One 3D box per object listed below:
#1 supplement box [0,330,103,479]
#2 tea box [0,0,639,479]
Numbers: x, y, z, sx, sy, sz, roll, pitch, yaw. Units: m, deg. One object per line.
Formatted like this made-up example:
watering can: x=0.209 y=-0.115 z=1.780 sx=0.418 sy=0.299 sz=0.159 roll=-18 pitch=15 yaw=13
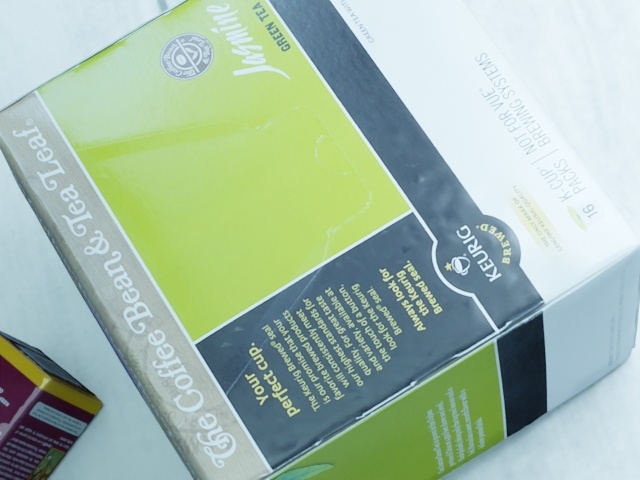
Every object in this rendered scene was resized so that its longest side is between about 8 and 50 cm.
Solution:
supplement box: x=-0.266 y=0.166 z=1.500 sx=0.081 sy=0.104 sz=0.188 roll=37 pitch=88 yaw=23
tea box: x=0.000 y=0.000 z=1.374 sx=0.324 sy=0.220 sz=0.329 roll=-30 pitch=67 yaw=-7
